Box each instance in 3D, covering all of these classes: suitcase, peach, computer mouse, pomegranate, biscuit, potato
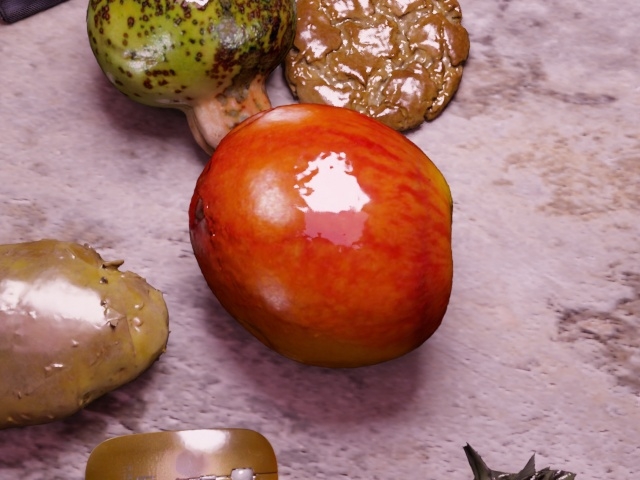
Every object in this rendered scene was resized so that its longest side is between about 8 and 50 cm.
[{"bbox_3d":[-0.322,-0.302,1.287,0.126,0.086,0.059,-25,75,-8],"label":"suitcase"},{"bbox_3d":[0.000,0.000,1.138,0.281,0.238,0.281,2,115,4],"label":"peach"},{"bbox_3d":[-0.143,0.247,1.166,0.199,0.045,0.102,-3,78,-1],"label":"computer mouse"},{"bbox_3d":[-0.125,-0.208,1.234,0.222,0.276,0.204,-22,37,-2],"label":"pomegranate"},{"bbox_3d":[0.064,-0.224,1.299,0.226,0.042,0.226,1,74,-2],"label":"biscuit"},{"bbox_3d":[-0.303,0.093,1.156,0.296,0.141,0.191,-7,78,-6],"label":"potato"}]

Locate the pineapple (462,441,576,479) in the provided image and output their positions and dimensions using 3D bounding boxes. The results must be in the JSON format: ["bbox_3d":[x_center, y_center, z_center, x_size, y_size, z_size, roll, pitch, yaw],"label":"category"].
[{"bbox_3d":[0.155,0.337,1.108,0.119,0.130,0.277,23,74,-8],"label":"pineapple"}]
